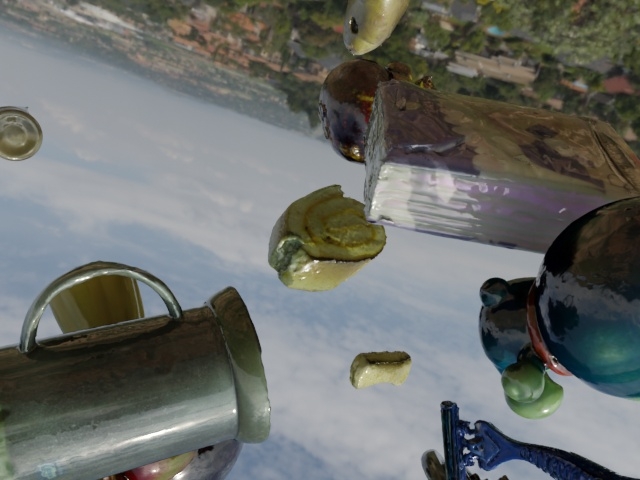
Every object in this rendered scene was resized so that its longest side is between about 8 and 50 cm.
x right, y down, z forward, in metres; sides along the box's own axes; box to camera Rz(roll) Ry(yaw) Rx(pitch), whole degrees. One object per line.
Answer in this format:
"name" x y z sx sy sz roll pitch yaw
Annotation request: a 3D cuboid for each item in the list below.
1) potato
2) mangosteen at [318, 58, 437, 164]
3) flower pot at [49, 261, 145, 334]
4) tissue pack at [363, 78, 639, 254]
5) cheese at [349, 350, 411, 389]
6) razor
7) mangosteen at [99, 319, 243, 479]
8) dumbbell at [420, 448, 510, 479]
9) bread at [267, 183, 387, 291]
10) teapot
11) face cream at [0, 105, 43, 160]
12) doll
"potato" 0.141 -0.581 1.427 0.141 0.191 0.296 19 146 -13
"mangosteen" 0.105 -0.239 1.056 0.217 0.192 0.192 -17 -167 -4
"flower pot" -0.473 0.173 1.281 0.195 0.195 0.179 7 -135 -53
"tissue pack" 0.232 -0.095 0.760 0.344 0.125 0.242 11 -145 -3
"cheese" 0.069 0.146 0.653 0.083 0.044 0.030 8 -158 -41
"razor" 0.226 0.214 0.543 0.056 0.093 0.324 -3 174 -24
"mangosteen" -0.336 0.340 1.027 0.383 0.381 0.435 20 -161 9
"dumbbell" 0.149 0.421 0.827 0.192 0.290 0.192 54 -177 -4
"bread" 0.000 0.000 1.168 0.257 0.124 0.185 -20 -110 -42
"teapot" -0.248 0.158 0.674 0.337 0.270 0.200 -11 -160 -22
"face cream" -0.571 -0.204 1.049 0.137 0.084 0.341 -31 -151 -23
"doll" 0.287 0.071 0.587 0.186 0.322 0.198 46 -134 -8
